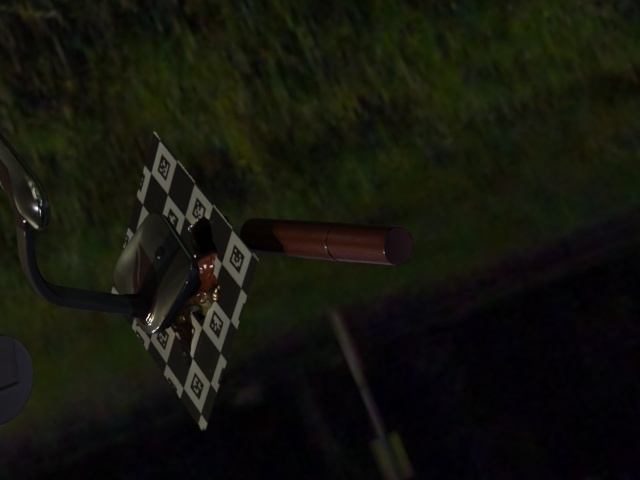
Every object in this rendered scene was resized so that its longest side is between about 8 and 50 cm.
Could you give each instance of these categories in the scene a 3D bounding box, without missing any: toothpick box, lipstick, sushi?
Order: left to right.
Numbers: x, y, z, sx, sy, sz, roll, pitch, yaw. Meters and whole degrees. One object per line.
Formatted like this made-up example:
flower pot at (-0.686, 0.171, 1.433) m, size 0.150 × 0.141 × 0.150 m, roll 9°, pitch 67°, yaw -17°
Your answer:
toothpick box at (-0.440, 0.158, 1.644) m, size 0.180 × 0.111 × 0.111 m, roll 4°, pitch -170°, yaw 39°
sushi at (-0.202, 0.059, 2.201) m, size 0.064 × 0.359 × 0.343 m, roll -6°, pitch 129°, yaw -36°
lipstick at (0.000, 0.000, 1.969) m, size 0.057 × 0.057 × 0.356 m, roll -17°, pitch -167°, yaw -34°

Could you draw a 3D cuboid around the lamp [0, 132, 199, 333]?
lamp at (-0.275, -0.019, 1.499) m, size 0.124 × 0.203 × 0.283 m, roll -45°, pitch 142°, yaw 13°
